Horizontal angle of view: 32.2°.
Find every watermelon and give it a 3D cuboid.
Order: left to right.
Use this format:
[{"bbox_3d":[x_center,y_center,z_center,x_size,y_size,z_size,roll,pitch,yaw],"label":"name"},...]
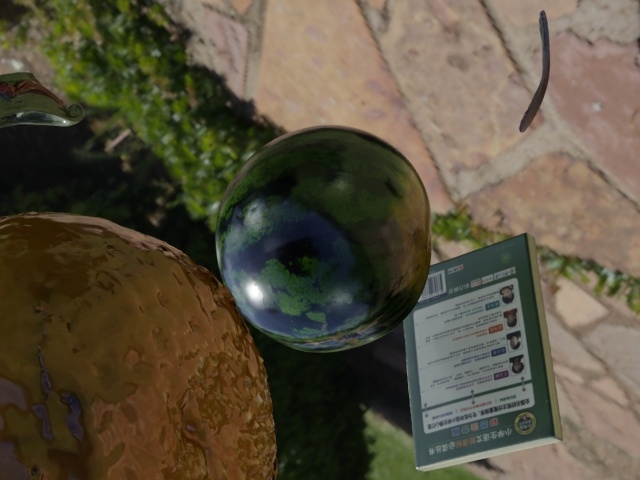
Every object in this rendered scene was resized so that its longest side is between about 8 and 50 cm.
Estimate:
[{"bbox_3d":[0.005,-0.002,1.250,0.269,0.269,0.269,35,155,20],"label":"watermelon"}]

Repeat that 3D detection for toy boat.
[{"bbox_3d":[-0.353,-0.143,1.233,0.089,0.185,0.071,-21,91,54],"label":"toy boat"}]

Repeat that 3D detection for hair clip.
[{"bbox_3d":[0.239,-0.184,1.215,0.022,0.137,0.054,9,167,13],"label":"hair clip"}]

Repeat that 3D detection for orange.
[{"bbox_3d":[-0.200,0.149,0.802,0.293,0.340,0.340,-6,132,23],"label":"orange"}]

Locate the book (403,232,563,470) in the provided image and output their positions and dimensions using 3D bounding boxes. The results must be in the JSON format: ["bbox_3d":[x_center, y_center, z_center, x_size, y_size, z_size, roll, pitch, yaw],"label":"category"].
[{"bbox_3d":[0.194,0.141,1.395,0.202,0.264,0.027,-21,150,33],"label":"book"}]
